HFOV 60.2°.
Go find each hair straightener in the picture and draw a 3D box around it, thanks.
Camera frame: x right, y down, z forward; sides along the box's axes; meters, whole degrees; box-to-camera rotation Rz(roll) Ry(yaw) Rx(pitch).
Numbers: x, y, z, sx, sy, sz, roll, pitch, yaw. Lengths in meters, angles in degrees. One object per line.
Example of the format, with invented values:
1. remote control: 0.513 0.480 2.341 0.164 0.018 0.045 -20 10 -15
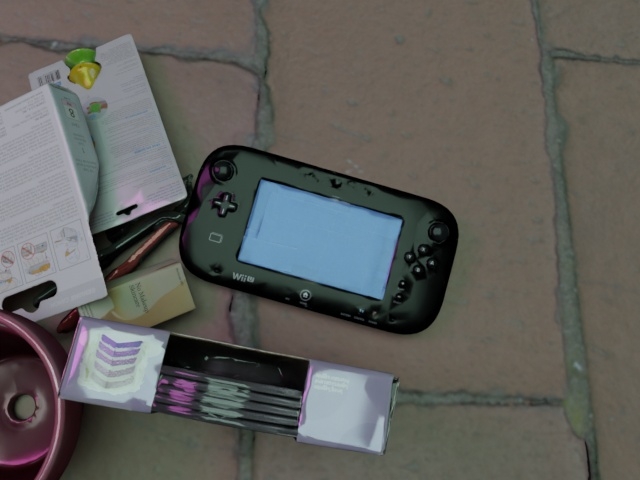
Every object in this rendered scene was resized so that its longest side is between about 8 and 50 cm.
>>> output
1. hair straightener: -0.239 -0.004 0.638 0.089 0.047 0.230 43 81 4

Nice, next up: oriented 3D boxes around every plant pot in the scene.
1. plant pot: -0.318 0.168 0.524 0.202 0.180 0.201 1 77 -6

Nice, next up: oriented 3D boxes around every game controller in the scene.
1. game controller: 0.000 0.000 0.656 0.320 0.067 0.166 16 76 -2

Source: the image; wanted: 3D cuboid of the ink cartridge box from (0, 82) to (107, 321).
1. ink cartridge box: -0.324 -0.027 0.602 0.189 0.066 0.232 -20 88 14

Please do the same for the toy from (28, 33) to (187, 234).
1. toy: -0.251 -0.121 0.660 0.137 0.056 0.237 -22 75 -2

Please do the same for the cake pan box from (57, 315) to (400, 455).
1. cake pan box: -0.077 0.135 0.515 0.246 0.267 0.070 10 74 -6

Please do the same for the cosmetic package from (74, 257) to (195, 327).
1. cosmetic package: -0.204 0.068 0.608 0.115 0.041 0.060 -23 107 -24
